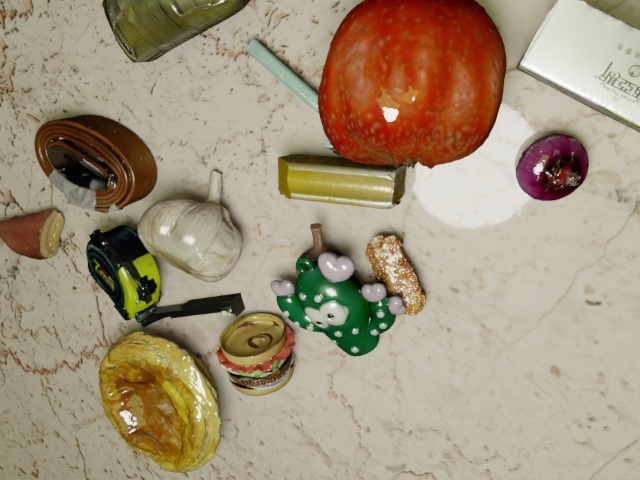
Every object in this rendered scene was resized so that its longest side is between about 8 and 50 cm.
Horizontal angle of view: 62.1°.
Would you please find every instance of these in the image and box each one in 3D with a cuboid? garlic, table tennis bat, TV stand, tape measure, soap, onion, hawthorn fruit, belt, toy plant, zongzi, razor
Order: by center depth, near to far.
[{"bbox_3d":[0.139,-0.276,0.831,0.287,0.287,0.331,1,92,19],"label":"hawthorn fruit"},{"bbox_3d":[0.381,-0.115,0.867,0.115,0.104,0.115,-8,122,-13],"label":"onion"},{"bbox_3d":[0.032,-0.111,0.968,0.232,0.140,0.073,7,105,17],"label":"soap"},{"bbox_3d":[-0.297,-0.513,0.968,0.286,0.138,0.300,-20,96,20],"label":"zongzi"},{"bbox_3d":[-0.035,-0.272,0.982,0.056,0.111,0.278,-41,81,13],"label":"razor"},{"bbox_3d":[0.029,0.122,1.034,0.243,0.113,0.232,36,134,-7],"label":"toy plant"},{"bbox_3d":[0.000,0.000,1.084,0.107,0.119,0.170,-5,133,3],"label":"table tennis bat"},{"bbox_3d":[-0.243,-0.038,1.086,0.218,0.218,0.212,22,73,12],"label":"garlic"},{"bbox_3d":[-0.489,-0.166,1.151,0.261,0.105,0.184,31,115,8],"label":"belt"},{"bbox_3d":[-0.422,0.061,1.159,0.199,0.112,0.186,43,142,15],"label":"tape measure"},{"bbox_3d":[-0.297,0.162,1.212,0.256,0.049,0.040,-10,103,21],"label":"TV stand"}]

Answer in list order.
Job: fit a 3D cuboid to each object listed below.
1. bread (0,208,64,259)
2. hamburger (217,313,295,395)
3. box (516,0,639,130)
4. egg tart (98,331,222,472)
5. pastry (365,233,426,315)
[{"bbox_3d":[-0.696,-0.007,1.288,0.192,0.067,0.119,-11,102,22],"label":"bread"},{"bbox_3d":[-0.129,0.250,1.120,0.175,0.175,0.137,-1,117,19],"label":"hamburger"},{"bbox_3d":[0.426,-0.238,0.764,0.260,0.194,0.111,29,113,10],"label":"box"},{"bbox_3d":[-0.355,0.362,1.238,0.351,0.150,0.352,7,107,23],"label":"egg tart"},{"bbox_3d":[0.147,0.062,1.025,0.087,0.063,0.169,-22,94,25],"label":"pastry"}]
